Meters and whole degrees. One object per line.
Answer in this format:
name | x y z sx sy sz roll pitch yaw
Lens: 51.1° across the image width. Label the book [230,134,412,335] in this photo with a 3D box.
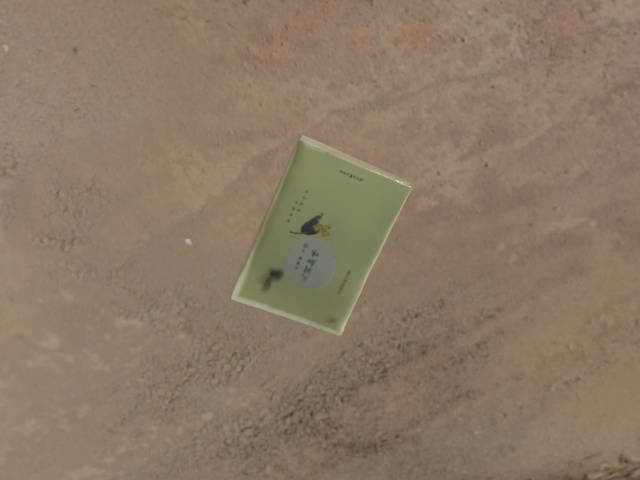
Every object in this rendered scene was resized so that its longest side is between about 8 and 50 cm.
book | 0.000 0.000 0.415 0.077 0.014 0.111 22 104 -13
